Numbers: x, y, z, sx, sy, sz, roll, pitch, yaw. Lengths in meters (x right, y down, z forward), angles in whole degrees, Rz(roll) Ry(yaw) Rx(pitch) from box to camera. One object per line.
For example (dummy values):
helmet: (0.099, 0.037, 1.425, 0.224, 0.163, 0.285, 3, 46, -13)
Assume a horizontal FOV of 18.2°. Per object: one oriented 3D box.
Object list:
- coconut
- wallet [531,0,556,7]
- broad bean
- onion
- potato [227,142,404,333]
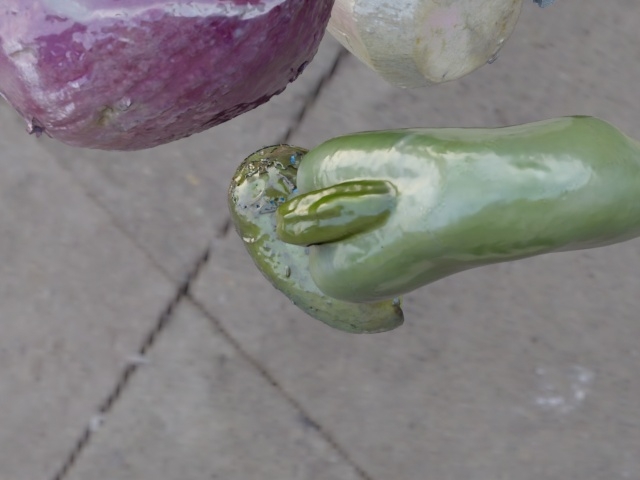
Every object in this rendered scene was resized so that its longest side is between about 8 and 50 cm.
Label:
coconut: (0.092, -0.288, 2.095, 0.227, 0.227, 0.230, -54, 51, 12)
wallet: (0.218, -0.303, 1.570, 0.025, 0.119, 0.232, 37, 142, 34)
broad bean: (0.087, -0.025, 1.151, 0.228, 0.169, 0.100, -11, 90, -5)
onion: (-0.057, -0.167, 1.324, 0.348, 0.267, 0.159, -23, 99, 35)
potato: (0.000, 0.000, 1.730, 0.119, 0.054, 0.198, -31, 87, -2)
